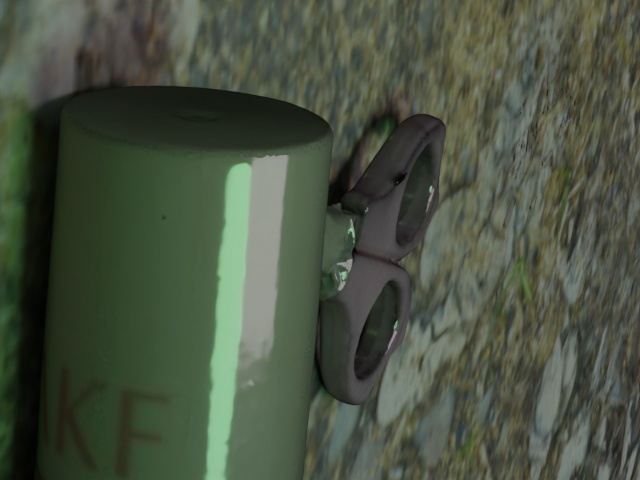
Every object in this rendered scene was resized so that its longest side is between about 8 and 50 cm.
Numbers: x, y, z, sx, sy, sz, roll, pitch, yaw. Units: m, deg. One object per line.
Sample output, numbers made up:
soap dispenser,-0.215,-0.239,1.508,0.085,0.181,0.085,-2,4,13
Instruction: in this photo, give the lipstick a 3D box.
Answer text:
lipstick,-0.042,0.090,0.528,0.070,0.070,0.254,-30,129,-63

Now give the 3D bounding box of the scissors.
scissors,0.001,0.000,0.661,0.212,0.021,0.110,15,90,-70
